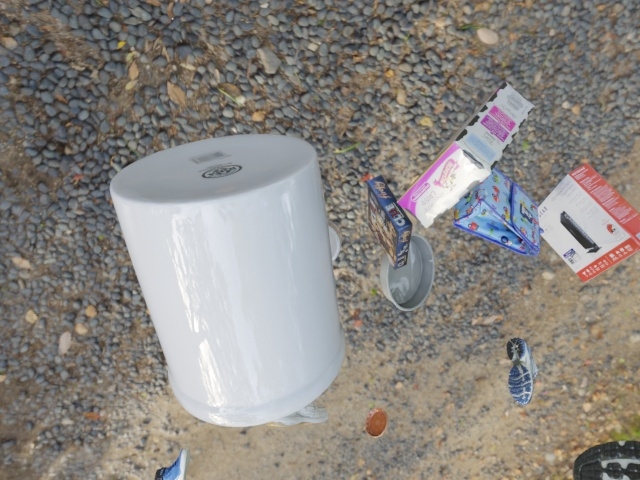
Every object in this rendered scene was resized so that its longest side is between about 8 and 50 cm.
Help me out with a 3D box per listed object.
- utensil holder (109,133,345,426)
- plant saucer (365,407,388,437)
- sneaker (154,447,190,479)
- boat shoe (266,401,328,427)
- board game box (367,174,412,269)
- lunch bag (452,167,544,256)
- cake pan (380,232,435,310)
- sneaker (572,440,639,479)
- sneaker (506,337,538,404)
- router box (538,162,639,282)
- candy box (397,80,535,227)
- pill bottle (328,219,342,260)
[{"bbox_3d":[-0.133,0.051,0.726,0.328,0.327,0.384,-13,120,-12],"label":"utensil holder"},{"bbox_3d":[0.167,0.538,1.275,0.013,0.083,0.083,36,101,-31],"label":"plant saucer"},{"bbox_3d":[-0.405,0.627,1.171,0.085,0.058,0.151,11,106,-2],"label":"sneaker"},{"bbox_3d":[-0.059,0.503,1.303,0.098,0.096,0.277,-11,158,26],"label":"boat shoe"},{"bbox_3d":[0.181,-0.040,1.159,0.042,0.164,0.243,-24,153,-5],"label":"board game box"},{"bbox_3d":[0.582,-0.086,1.373,0.294,0.220,0.138,29,137,-10],"label":"lunch bag"},{"bbox_3d":[0.327,0.117,1.630,0.294,0.054,0.292,-4,97,-41],"label":"cake pan"},{"bbox_3d":[0.680,0.476,0.756,0.411,0.157,0.182,-3,138,34],"label":"sneaker"},{"bbox_3d":[0.427,0.273,0.897,0.058,0.135,0.052,25,150,-25],"label":"sneaker"},{"bbox_3d":[0.889,-0.047,1.450,0.082,0.301,0.335,-30,158,-9],"label":"router box"},{"bbox_3d":[0.241,-0.144,0.715,0.071,0.233,0.159,41,143,2],"label":"candy box"},{"bbox_3d":[0.000,0.000,1.089,0.108,0.180,0.107,1,97,4],"label":"pill bottle"}]
